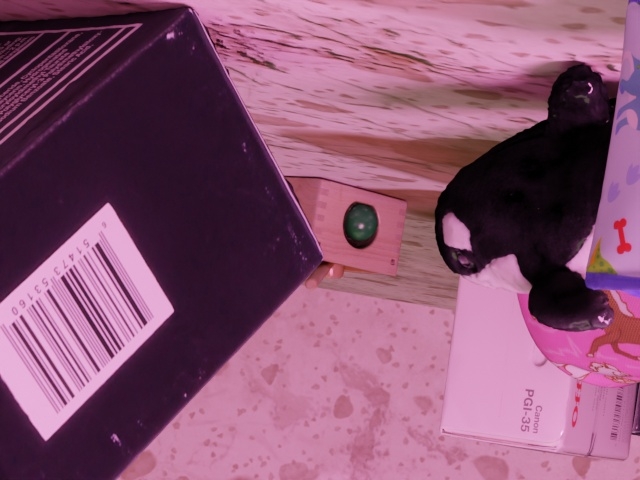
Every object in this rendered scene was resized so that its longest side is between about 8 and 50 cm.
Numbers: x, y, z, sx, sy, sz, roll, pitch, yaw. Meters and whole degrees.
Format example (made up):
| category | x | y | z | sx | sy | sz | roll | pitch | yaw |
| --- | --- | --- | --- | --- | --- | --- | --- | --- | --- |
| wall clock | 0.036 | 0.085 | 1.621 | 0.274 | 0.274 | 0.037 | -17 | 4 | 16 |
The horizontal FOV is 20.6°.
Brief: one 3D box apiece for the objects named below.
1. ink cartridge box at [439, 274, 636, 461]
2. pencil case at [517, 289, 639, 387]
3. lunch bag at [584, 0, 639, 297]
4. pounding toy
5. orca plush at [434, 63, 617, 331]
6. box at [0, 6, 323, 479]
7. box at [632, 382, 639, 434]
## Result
| category | x | y | z | sx | sy | sz | roll | pitch | yaw |
| --- | --- | --- | --- | --- | --- | --- | --- | --- | --- |
| ink cartridge box | 0.216 | 0.094 | 1.642 | 0.117 | 0.207 | 0.283 | 6 | 174 | 23 |
| pencil case | 0.289 | 0.022 | 0.968 | 0.386 | 0.167 | 0.160 | 2 | 128 | 54 |
| lunch bag | 0.188 | -0.032 | 0.679 | 0.151 | 0.128 | 0.096 | 6 | 175 | 45 |
| pounding toy | 0.000 | 0.000 | 1.594 | 0.130 | 0.100 | 0.141 | 13 | 174 | -41 |
| orca plush | 0.151 | -0.037 | 0.886 | 0.102 | 0.151 | 0.287 | 48 | 159 | -26 |
| box | -0.213 | 0.026 | 0.971 | 0.294 | 0.296 | 0.182 | 6 | 133 | 47 |
| box | 0.420 | 0.144 | 2.010 | 0.312 | 0.179 | 0.343 | 10 | 175 | -20 |
